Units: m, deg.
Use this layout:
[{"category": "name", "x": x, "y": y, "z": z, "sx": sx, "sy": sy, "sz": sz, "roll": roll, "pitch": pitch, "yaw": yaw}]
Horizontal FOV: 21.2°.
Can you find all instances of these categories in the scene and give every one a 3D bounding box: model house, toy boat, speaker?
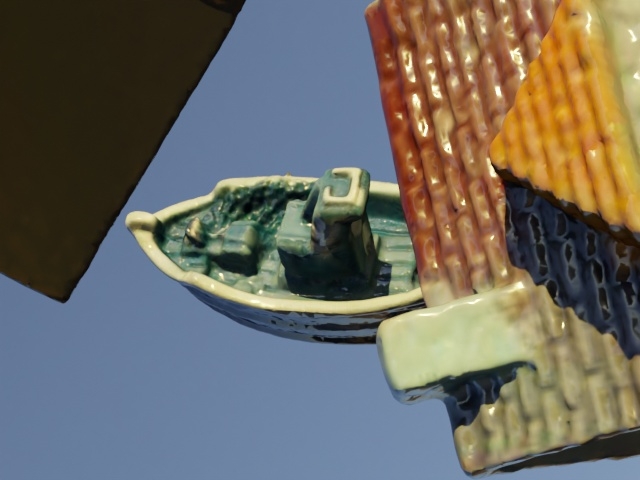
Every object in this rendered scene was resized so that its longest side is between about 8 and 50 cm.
[{"category": "model house", "x": 0.176, "y": -0.062, "z": 0.990, "sx": 0.297, "sy": 0.339, "sz": 0.360, "roll": 44, "pitch": -147, "yaw": -73}, {"category": "toy boat", "x": 0.000, "y": 0.000, "z": 1.305, "sx": 0.142, "sy": 0.309, "sz": 0.129, "roll": 75, "pitch": -157, "yaw": -49}, {"category": "speaker", "x": -0.174, "y": -0.145, "z": 0.953, "sx": 0.254, "sy": 0.232, "sz": 0.184, "roll": -57, "pitch": 12, "yaw": 24}]
